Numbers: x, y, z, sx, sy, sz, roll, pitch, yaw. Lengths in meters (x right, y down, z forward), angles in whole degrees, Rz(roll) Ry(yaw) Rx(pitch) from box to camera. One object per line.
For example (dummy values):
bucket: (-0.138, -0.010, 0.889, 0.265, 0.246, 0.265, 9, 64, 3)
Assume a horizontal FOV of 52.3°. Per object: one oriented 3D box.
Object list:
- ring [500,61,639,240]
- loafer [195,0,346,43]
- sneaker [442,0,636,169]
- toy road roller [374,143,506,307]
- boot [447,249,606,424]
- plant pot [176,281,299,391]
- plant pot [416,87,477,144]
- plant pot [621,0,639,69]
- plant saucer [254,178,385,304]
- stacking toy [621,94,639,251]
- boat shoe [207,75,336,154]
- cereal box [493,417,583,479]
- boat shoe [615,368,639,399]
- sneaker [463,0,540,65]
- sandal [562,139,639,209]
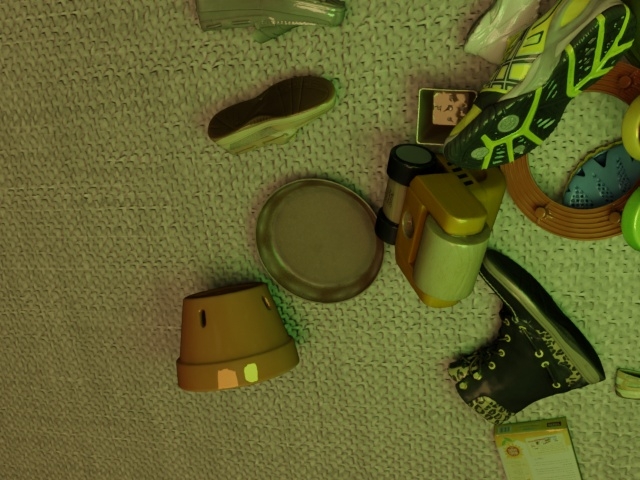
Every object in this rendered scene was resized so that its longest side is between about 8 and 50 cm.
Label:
ring: (0.487, -0.166, 1.212, 0.337, 0.032, 0.336, 5, 98, 41)
loafer: (-0.103, -0.454, 1.313, 0.319, 0.112, 0.111, 14, 121, 19)
sneaker: (0.370, -0.281, 1.171, 0.145, 0.147, 0.385, 24, 123, -40)
toy road roller: (0.265, -0.044, 1.266, 0.241, 0.329, 0.202, -4, 128, -16)
boot: (0.400, 0.228, 1.439, 0.377, 0.138, 0.284, 45, 117, -11)
plant pot: (-0.208, 0.216, 1.549, 0.291, 0.291, 0.203, -9, 92, 20)
plant pot: (0.254, -0.253, 1.293, 0.109, 0.096, 0.109, 6, 114, 15)
plant pot: (0.653, -0.375, 0.979, 0.366, 0.353, 0.366, 6, 114, 14)
plant saucer: (0.000, 0.000, 1.504, 0.311, 0.050, 0.310, 6, 113, 14)
stacking toy: (0.649, -0.100, 1.060, 0.309, 0.130, 0.279, -3, 106, -16)
boat shoe: (-0.093, -0.260, 1.401, 0.302, 0.109, 0.098, -17, 146, 22)
cereal box: (0.534, 0.547, 1.579, 0.173, 0.047, 0.240, -13, 109, 21)
boat shoe: (0.741, 0.308, 1.409, 0.190, 0.068, 0.072, -1, 100, 17)
sneaker: (0.370, -0.426, 1.200, 0.115, 0.090, 0.232, 31, 127, -5)
sandal: (0.592, -0.135, 1.222, 0.126, 0.138, 0.317, 42, 119, -6)
